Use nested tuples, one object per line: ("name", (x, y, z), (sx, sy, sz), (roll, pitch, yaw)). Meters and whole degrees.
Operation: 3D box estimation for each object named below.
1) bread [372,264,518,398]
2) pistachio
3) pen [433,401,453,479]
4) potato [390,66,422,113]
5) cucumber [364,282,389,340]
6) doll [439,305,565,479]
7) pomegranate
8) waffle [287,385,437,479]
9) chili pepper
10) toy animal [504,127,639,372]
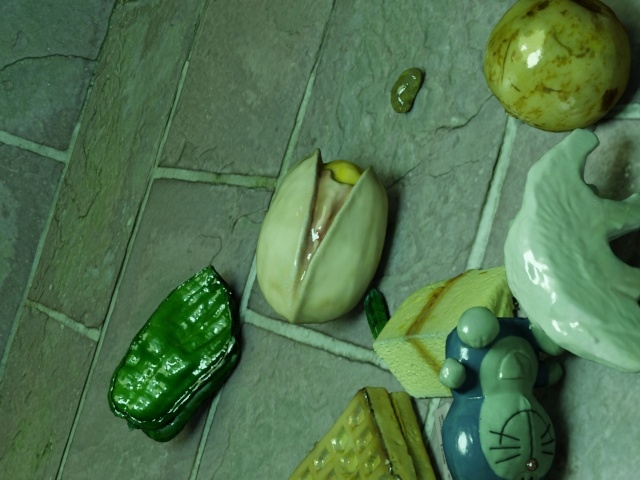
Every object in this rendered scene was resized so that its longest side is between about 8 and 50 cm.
("bread", (0.224, 0.142, 1.666), (0.240, 0.135, 0.178), (-16, 27, 52))
("pistachio", (0.000, 0.000, 1.870), (0.230, 0.230, 0.308), (19, 91, 57))
("pen", (0.205, 0.337, 1.588), (0.053, 0.032, 0.197), (-44, 40, 34))
("potato", (0.156, -0.279, 1.959), (0.045, 0.047, 0.092), (-124, 56, -75))
("cucumber", (0.101, 0.141, 1.835), (0.039, 0.039, 0.167), (-46, 42, 32))
("doll", (0.240, 0.226, 1.432), (0.154, 0.228, 0.258), (-20, 71, 48))
("pomegranate", (0.345, -0.257, 1.550), (0.215, 0.215, 0.215), (-30, 50, 45))
("waffle", (0.049, 0.413, 1.716), (0.327, 0.098, 0.224), (-55, 34, 32))
("chili pepper", (-0.285, 0.244, 2.230), (0.385, 0.213, 0.167), (-56, -13, -11))
("toy animal", (0.348, 0.051, 1.433), (0.308, 0.266, 0.188), (48, 141, 7))
